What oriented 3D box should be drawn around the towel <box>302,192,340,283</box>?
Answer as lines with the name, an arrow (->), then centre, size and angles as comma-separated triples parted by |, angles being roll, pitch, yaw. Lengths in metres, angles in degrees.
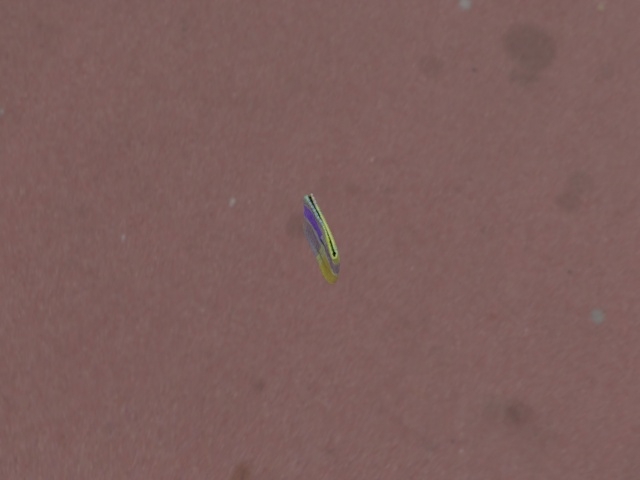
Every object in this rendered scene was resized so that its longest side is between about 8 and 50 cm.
towel -> 0.000, 0.000, 1.002 | 0.009, 0.083, 0.060 | -22, 77, -8
